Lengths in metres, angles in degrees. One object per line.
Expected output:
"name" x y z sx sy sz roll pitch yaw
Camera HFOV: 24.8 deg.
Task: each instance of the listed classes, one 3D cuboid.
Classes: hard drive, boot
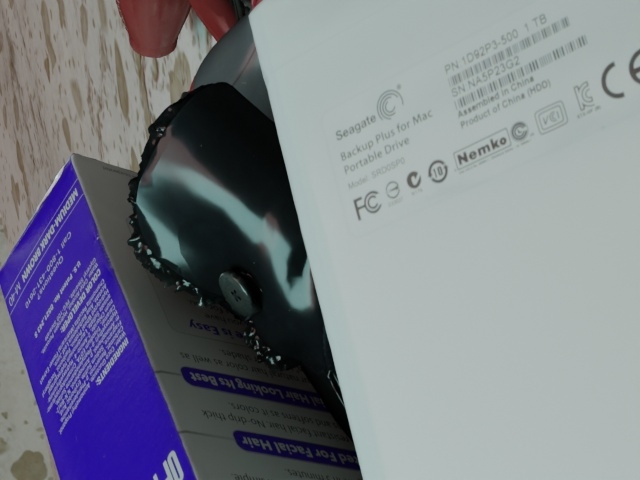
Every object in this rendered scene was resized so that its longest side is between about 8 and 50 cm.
"hard drive" 0.088 0.022 0.489 0.203 0.040 0.307 -25 74 38
"boot" 0.000 0.000 0.672 0.207 0.094 0.246 43 155 14

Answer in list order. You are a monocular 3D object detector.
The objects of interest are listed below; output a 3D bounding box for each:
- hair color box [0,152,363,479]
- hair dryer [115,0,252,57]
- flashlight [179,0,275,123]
"hair color box" -0.042 0.110 0.791 0.110 0.185 0.339 -56 39 22
"hair dryer" -0.092 -0.179 0.985 0.293 0.080 0.223 175 85 -71
"flashlight" -0.017 -0.138 0.741 0.304 0.103 0.103 101 171 -52
